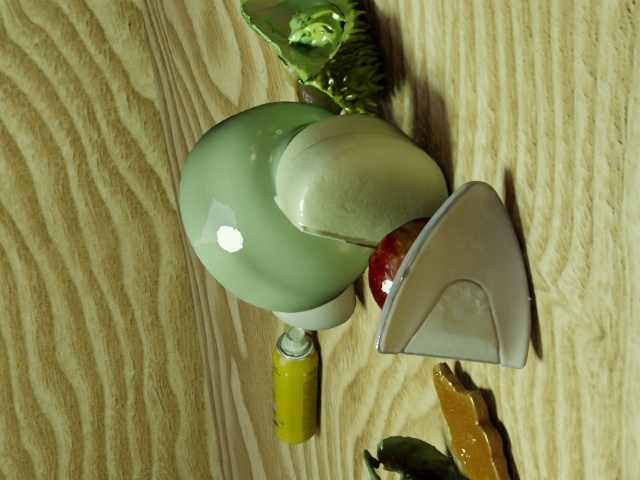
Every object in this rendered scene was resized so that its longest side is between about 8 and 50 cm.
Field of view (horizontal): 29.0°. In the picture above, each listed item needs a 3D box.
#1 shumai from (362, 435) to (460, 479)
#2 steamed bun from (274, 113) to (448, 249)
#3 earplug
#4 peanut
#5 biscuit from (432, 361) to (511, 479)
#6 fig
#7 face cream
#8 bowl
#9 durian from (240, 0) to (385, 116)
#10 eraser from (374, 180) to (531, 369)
[{"bbox_3d":[0.128,0.519,1.990,0.395,0.395,0.348,59,137,44],"label":"shumai"},{"bbox_3d":[0.066,-0.088,1.789,0.146,0.241,0.164,50,123,54],"label":"steamed bun"},{"bbox_3d":[0.000,0.000,2.245,0.172,0.172,0.301,-120,28,-42],"label":"earplug"},{"bbox_3d":[-0.017,-0.294,2.134,0.214,0.099,0.099,61,160,21],"label":"peanut"},{"bbox_3d":[0.241,0.310,1.886,0.183,0.043,0.280,97,149,-61],"label":"biscuit"},{"bbox_3d":[0.170,0.068,1.714,0.207,0.175,0.175,46,149,39],"label":"fig"},{"bbox_3d":[-0.057,0.321,2.801,0.349,0.105,0.105,92,157,-46],"label":"face cream"},{"bbox_3d":[-0.027,-0.076,1.968,0.185,0.353,0.354,-30,75,54],"label":"bowl"},{"bbox_3d":[-0.002,-0.291,1.926,0.355,0.169,0.158,-123,26,-51],"label":"durian"},{"bbox_3d":[0.188,0.041,1.620,0.059,0.204,0.243,-121,40,-79],"label":"eraser"}]
